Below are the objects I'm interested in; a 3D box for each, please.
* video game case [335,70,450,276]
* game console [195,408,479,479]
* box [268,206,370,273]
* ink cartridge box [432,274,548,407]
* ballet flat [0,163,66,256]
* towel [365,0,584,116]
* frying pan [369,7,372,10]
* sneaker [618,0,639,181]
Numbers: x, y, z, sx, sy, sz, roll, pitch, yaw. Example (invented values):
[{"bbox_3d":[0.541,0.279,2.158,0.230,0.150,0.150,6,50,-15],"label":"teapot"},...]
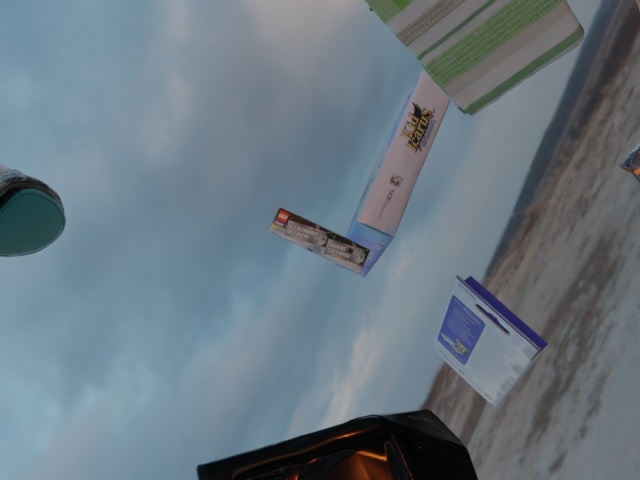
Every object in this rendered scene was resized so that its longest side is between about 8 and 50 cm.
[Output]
[{"bbox_3d":[0.105,-0.088,1.064,0.269,0.061,0.245,110,-177,-75],"label":"video game case"},{"bbox_3d":[-0.079,0.224,0.328,0.044,0.361,0.213,70,-175,-71],"label":"game console"},{"bbox_3d":[0.000,0.000,0.702,0.137,0.093,0.027,-9,-56,-90],"label":"box"},{"bbox_3d":[0.301,0.179,1.261,0.069,0.175,0.371,-41,-22,-15],"label":"ink cartridge box"},{"bbox_3d":[-0.550,-0.067,1.075,0.164,0.182,0.483,-45,0,3],"label":"ballet flat"},{"bbox_3d":[0.116,-0.171,0.522,0.113,0.152,0.023,-33,40,25],"label":"towel"},{"bbox_3d":[0.240,-0.514,1.225,0.326,0.053,0.197,-32,-9,-5],"label":"frying pan"},{"bbox_3d":[0.357,-0.155,0.697,0.180,0.321,0.124,-40,-17,25],"label":"sneaker"}]
